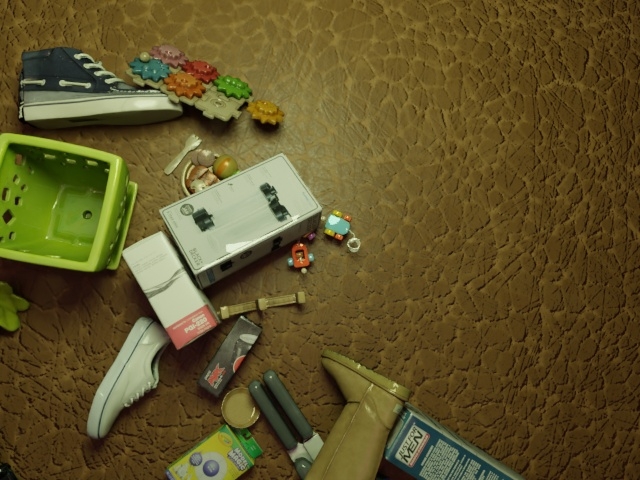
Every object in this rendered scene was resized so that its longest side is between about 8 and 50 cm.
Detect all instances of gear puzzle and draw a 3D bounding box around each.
[{"bbox_3d":[-0.235,-0.336,1.063,0.338,0.044,0.176,25,42,-2],"label":"gear puzzle"}]

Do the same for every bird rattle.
[{"bbox_3d":[-0.747,0.149,0.975,0.253,0.143,0.207,19,99,0],"label":"bird rattle"}]

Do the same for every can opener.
[{"bbox_3d":[-0.050,0.409,1.022,0.076,0.095,0.284,-33,94,-8],"label":"can opener"}]

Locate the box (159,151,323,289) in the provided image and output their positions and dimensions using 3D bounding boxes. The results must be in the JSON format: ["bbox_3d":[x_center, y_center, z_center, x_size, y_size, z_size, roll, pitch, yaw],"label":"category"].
[{"bbox_3d":[-0.159,-0.044,1.015,0.289,0.087,0.169,-30,69,-17],"label":"box"}]

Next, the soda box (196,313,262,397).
[{"bbox_3d":[-0.193,0.245,1.048,0.060,0.053,0.169,33,83,-1],"label":"soda box"}]

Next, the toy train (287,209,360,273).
[{"bbox_3d":[0.000,0.000,1.099,0.166,0.046,0.125,-15,87,-4],"label":"toy train"}]

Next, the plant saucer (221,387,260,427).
[{"bbox_3d":[-0.170,0.359,1.045,0.083,0.015,0.084,9,59,-15],"label":"plant saucer"}]

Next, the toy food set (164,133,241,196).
[{"bbox_3d":[-0.248,-0.142,1.091,0.192,0.038,0.132,38,82,-1],"label":"toy food set"}]

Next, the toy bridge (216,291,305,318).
[{"bbox_3d":[-0.130,0.139,1.058,0.188,0.063,0.026,-9,86,-16],"label":"toy bridge"}]

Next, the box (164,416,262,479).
[{"bbox_3d":[-0.221,0.466,1.028,0.179,0.043,0.105,-36,88,-10],"label":"box"}]

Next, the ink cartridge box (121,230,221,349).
[{"bbox_3d":[-0.298,0.102,1.000,0.092,0.158,0.218,-32,88,-10],"label":"ink cartridge box"}]

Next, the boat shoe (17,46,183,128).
[{"bbox_3d":[-0.473,-0.334,1.045,0.340,0.127,0.158,-4,90,-6],"label":"boat shoe"}]

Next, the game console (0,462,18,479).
[{"bbox_3d":[-0.730,0.563,0.904,0.293,0.173,0.250,-33,88,-7],"label":"game console"}]

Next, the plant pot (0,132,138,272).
[{"bbox_3d":[-0.501,-0.058,0.974,0.228,0.207,0.227,11,82,-4],"label":"plant pot"}]

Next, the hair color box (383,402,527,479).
[{"bbox_3d":[0.285,0.469,1.009,0.347,0.174,0.105,33,83,-1],"label":"hair color box"}]

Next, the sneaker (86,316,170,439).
[{"bbox_3d":[-0.387,0.290,1.004,0.091,0.094,0.258,24,82,2],"label":"sneaker"}]

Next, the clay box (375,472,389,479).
[{"bbox_3d":[0.082,0.609,1.006,0.127,0.053,0.222,7,81,-41],"label":"clay box"}]

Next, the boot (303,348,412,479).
[{"bbox_3d":[0.034,0.375,0.973,0.089,0.236,0.270,39,75,-41],"label":"boot"}]
